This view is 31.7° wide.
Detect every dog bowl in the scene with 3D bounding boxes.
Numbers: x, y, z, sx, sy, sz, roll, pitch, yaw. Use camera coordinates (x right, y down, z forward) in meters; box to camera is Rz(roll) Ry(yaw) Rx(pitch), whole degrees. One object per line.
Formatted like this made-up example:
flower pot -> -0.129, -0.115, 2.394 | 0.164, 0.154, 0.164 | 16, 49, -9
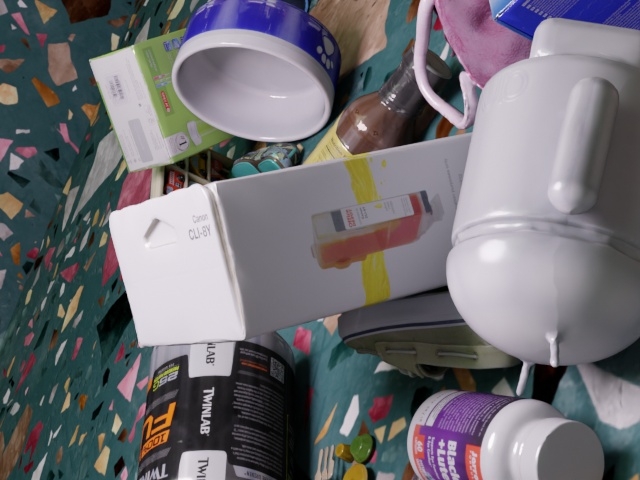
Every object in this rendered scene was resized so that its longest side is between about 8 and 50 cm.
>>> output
dog bowl -> -0.102, -0.275, 1.833 | 0.265, 0.264, 0.104 | -29, 41, 52

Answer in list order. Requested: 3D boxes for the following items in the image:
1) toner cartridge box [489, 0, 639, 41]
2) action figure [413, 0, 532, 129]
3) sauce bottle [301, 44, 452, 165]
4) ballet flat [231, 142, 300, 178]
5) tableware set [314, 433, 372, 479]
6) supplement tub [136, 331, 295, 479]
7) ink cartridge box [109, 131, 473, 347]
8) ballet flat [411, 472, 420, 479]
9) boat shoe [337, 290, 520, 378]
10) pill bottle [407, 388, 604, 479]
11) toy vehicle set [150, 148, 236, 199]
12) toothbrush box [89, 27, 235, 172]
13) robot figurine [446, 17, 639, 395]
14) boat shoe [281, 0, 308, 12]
toner cartridge box -> 0.343, -0.326, 1.140 | 0.348, 0.165, 0.075 | -42, 38, 39
action figure -> 0.142, -0.364, 1.320 | 0.275, 0.370, 0.248 | -44, 43, -4
sauce bottle -> 0.057, -0.125, 1.591 | 0.344, 0.111, 0.111 | -49, 31, 28
ballet flat -> -0.089, -0.134, 1.942 | 0.188, 0.070, 0.070 | -2, 67, 60
tableware set -> 0.029, 0.315, 1.379 | 0.104, 0.024, 0.154 | -32, 41, 45
supplement tub -> -0.138, 0.286, 1.506 | 0.207, 0.207, 0.338 | -44, 34, 39
ink cartridge box -> 0.000, 0.000, 1.254 | 0.279, 0.384, 0.161 | -13, 89, 59
ballet flat -> 0.106, 0.333, 1.172 | 0.079, 0.076, 0.222 | 122, 165, -61
boat shoe -> 0.114, 0.111, 1.289 | 0.302, 0.109, 0.094 | -18, 78, 60
pill bottle -> 0.177, 0.203, 1.086 | 0.193, 0.108, 0.108 | -5, 64, 62
toy vehicle set -> -0.220, -0.071, 2.004 | 0.035, 0.166, 0.267 | -47, 32, 35
toothbrush box -> -0.235, -0.262, 1.972 | 0.122, 0.206, 0.283 | -8, 16, 41
robot figurine -> 0.233, -0.034, 1.073 | 0.300, 0.199, 0.354 | 71, -149, -66
boat shoe -> -0.115, -0.361, 2.130 | 0.109, 0.089, 0.258 | 12, 80, 64
